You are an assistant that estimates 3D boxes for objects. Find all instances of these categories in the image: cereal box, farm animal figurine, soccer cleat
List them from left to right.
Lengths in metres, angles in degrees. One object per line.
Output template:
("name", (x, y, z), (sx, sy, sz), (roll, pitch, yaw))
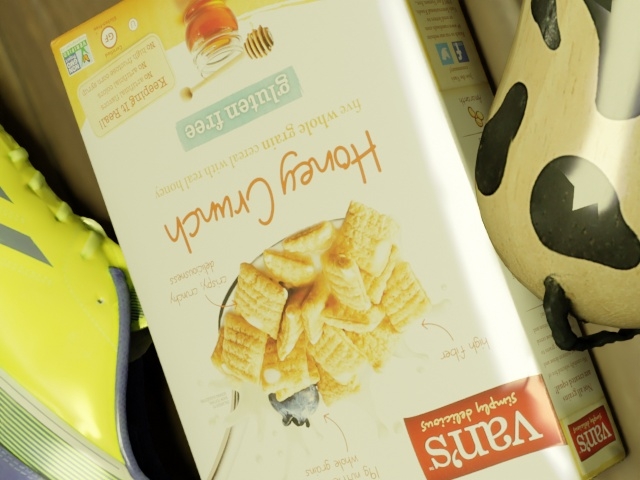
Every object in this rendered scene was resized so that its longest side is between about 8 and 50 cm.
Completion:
("soccer cleat", (-0.128, 0.017, 0.758), (0.121, 0.093, 0.289), (-25, 79, 10))
("cereal box", (0.000, 0.000, 0.675), (0.173, 0.047, 0.240), (-23, 85, 35))
("farm animal figurine", (0.090, -0.119, 0.517), (0.330, 0.172, 0.326), (0, 98, 35))
